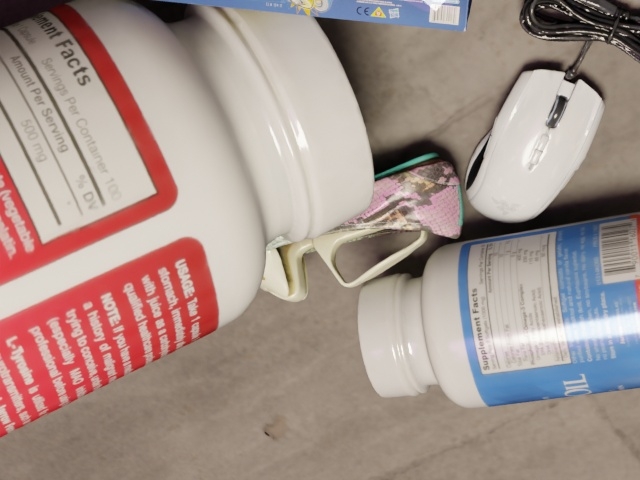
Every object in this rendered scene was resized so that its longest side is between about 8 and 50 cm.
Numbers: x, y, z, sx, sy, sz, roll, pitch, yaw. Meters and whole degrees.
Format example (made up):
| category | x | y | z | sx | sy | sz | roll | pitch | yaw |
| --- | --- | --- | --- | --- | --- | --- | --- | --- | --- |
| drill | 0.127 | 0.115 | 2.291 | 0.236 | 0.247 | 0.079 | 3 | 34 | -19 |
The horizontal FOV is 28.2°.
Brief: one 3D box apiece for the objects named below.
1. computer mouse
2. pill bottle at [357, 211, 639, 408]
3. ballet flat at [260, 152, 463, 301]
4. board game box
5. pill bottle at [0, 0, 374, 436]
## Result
| category | x | y | z | sx | sy | sz | roll | pitch | yaw |
| --- | --- | --- | --- | --- | --- | --- | --- | --- | --- |
| computer mouse | 0.159 | -0.079 | 0.878 | 0.106 | 0.042 | 0.193 | 20 | 125 | -3 |
| pill bottle | 0.145 | 0.055 | 0.922 | 0.221 | 0.124 | 0.124 | -10 | 121 | 19 |
| ballet flat | 0.000 | 0.000 | 0.939 | 0.221 | 0.077 | 0.079 | -15 | 83 | 18 |
| board game box | -0.002 | -0.180 | 0.789 | 0.201 | 0.136 | 0.035 | 7 | 123 | 7 |
| pill bottle | -0.183 | -0.012 | 0.793 | 0.407 | 0.229 | 0.229 | -25 | 122 | -15 |
